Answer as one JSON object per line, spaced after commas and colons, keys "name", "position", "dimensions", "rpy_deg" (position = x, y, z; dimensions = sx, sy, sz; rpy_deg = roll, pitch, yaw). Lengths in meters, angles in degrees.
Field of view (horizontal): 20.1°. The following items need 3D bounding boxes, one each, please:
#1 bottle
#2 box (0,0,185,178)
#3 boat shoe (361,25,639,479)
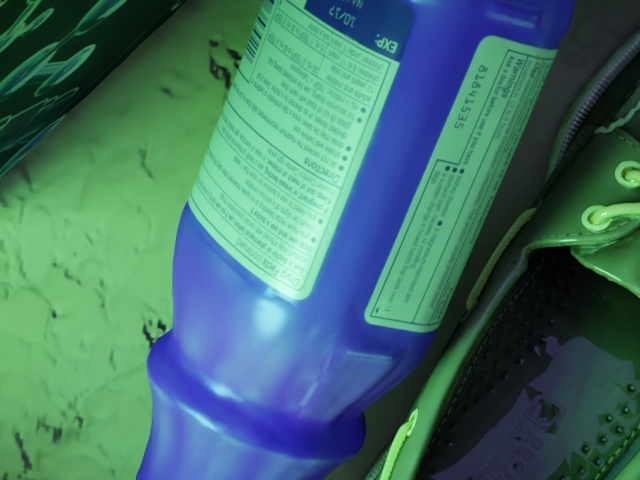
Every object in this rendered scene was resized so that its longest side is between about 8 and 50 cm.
{"name": "bottle", "position": [0.000, 0.000, 0.696], "dimensions": [0.092, 0.118, 0.282], "rpy_deg": [11, 109, -34]}
{"name": "box", "position": [-0.156, -0.139, 0.545], "dimensions": [0.293, 0.395, 0.212], "rpy_deg": [-42, 91, 15]}
{"name": "boat shoe", "position": [0.119, 0.025, 0.723], "dimensions": [0.117, 0.097, 0.324], "rpy_deg": [35, 89, 1]}
